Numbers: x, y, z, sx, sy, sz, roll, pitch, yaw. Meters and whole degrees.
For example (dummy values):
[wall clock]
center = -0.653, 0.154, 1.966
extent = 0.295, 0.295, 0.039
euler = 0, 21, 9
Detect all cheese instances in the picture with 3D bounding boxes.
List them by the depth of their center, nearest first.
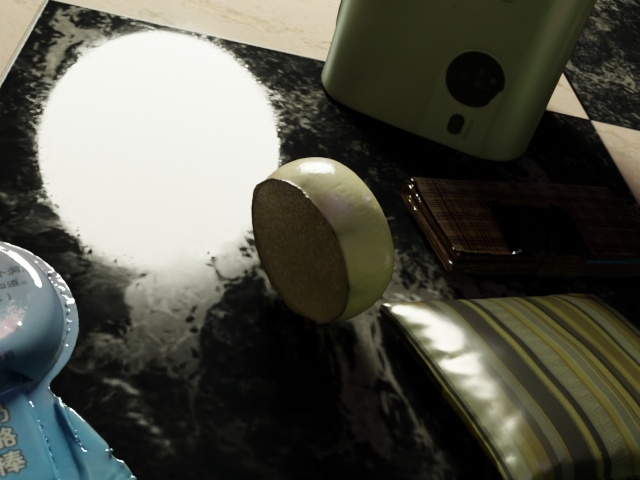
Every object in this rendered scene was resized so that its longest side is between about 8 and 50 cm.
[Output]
[cheese]
center = -0.203, 0.070, 0.499
extent = 0.135, 0.052, 0.245
euler = -11, 46, -30

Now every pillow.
[pillow]
center = 0.174, 0.100, 0.605
extent = 0.212, 0.052, 0.208
euler = 1, 28, -21

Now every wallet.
[wallet]
center = 0.199, -0.014, 0.789
extent = 0.230, 0.042, 0.124
euler = 3, 36, -23

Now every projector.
[projector]
center = 0.164, -0.270, 0.931
extent = 0.248, 0.249, 0.248
euler = 23, 37, 6

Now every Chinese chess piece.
[Chinese chess piece]
center = 0.000, 0.000, 0.617
extent = 0.051, 0.122, 0.122
euler = -25, 54, -32
